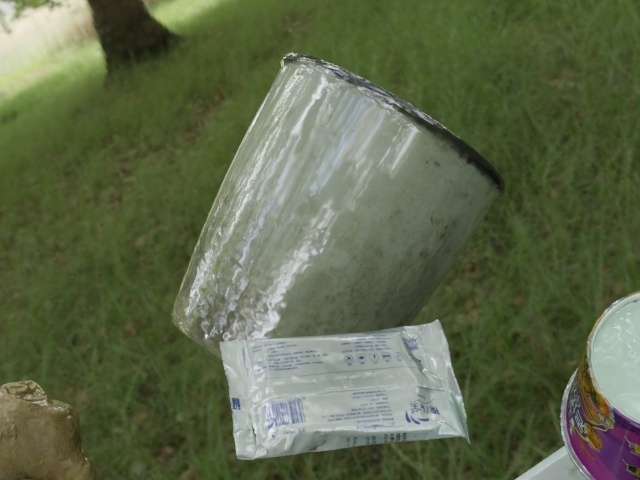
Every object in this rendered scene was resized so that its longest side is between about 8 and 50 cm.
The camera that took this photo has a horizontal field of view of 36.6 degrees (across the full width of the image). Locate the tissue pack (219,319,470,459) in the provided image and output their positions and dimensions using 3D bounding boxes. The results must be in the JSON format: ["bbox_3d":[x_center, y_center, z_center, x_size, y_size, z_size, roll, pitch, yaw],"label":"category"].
[{"bbox_3d":[0.020,0.118,0.787,0.193,0.026,0.122,-3,42,-12],"label":"tissue pack"}]

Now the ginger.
[{"bbox_3d":[-0.322,0.223,1.064,0.074,0.137,0.213,-8,-19,41],"label":"ginger"}]

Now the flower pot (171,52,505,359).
[{"bbox_3d":[0.000,0.000,1.091,0.330,0.293,0.293,-58,23,-4],"label":"flower pot"}]

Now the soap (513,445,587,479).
[{"bbox_3d":[0.421,0.389,1.469,0.289,0.095,0.173,-30,59,-12],"label":"soap"}]

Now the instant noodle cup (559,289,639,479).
[{"bbox_3d":[0.422,0.185,1.184,0.251,0.190,0.251,-6,55,9],"label":"instant noodle cup"}]
